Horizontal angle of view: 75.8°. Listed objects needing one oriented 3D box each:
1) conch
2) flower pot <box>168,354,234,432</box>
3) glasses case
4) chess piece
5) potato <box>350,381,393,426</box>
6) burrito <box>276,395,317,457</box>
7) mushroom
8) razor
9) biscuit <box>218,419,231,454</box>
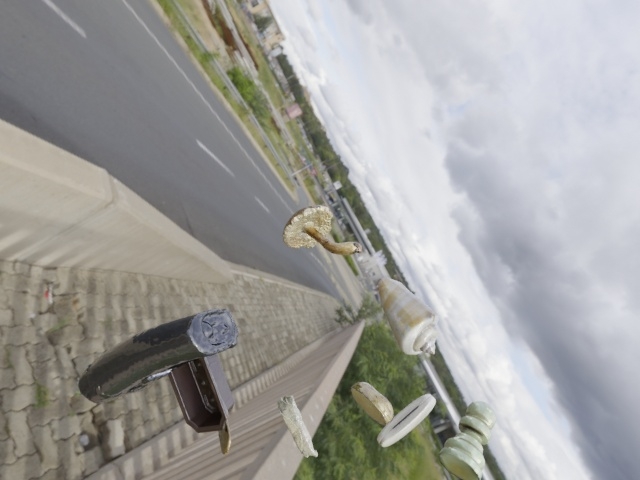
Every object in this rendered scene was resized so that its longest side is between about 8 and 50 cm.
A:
[{"bbox_3d":[0.253,0.200,1.153,0.158,0.127,0.255,-10,62,-37],"label":"conch"},{"bbox_3d":[-0.345,0.431,1.223,0.084,0.179,0.250,-20,89,-60],"label":"flower pot"},{"bbox_3d":[0.248,0.517,1.181,0.051,0.204,0.081,47,-12,35],"label":"glasses case"},{"bbox_3d":[0.493,0.636,1.338,0.133,0.243,0.133,26,-41,25],"label":"chess piece"},{"bbox_3d":[0.215,0.644,1.652,0.200,0.081,0.164,31,-35,43],"label":"potato"},{"bbox_3d":[-0.093,0.763,1.672,0.059,0.082,0.275,-27,93,-59],"label":"burrito"},{"bbox_3d":[-0.014,-0.032,1.655,0.302,0.233,0.207,20,-47,59],"label":"mushroom"},{"bbox_3d":[-0.340,0.239,0.873,0.107,0.327,0.189,67,19,11],"label":"razor"},{"bbox_3d":[-0.293,0.580,1.249,0.019,0.071,0.147,12,18,-26],"label":"biscuit"}]
